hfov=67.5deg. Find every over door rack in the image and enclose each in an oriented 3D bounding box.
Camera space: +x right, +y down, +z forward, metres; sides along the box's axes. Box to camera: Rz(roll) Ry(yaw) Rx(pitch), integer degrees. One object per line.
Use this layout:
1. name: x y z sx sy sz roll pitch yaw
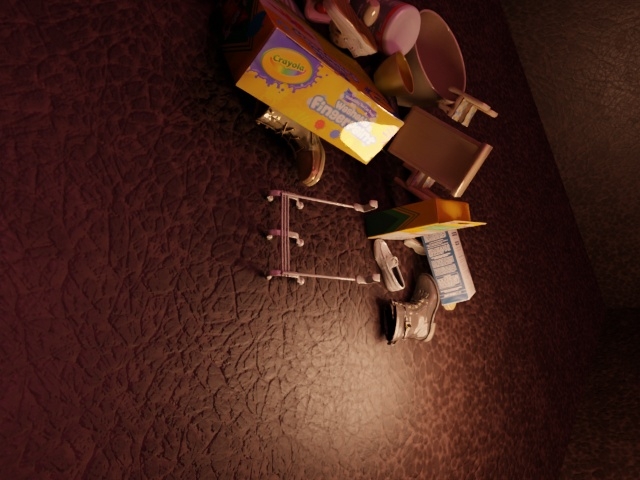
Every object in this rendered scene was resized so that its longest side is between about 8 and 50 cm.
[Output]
1. over door rack: 0.000 0.000 1.323 0.324 0.108 0.240 5 76 -23

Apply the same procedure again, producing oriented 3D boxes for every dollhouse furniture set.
1. dollhouse furniture set: 0.431 -0.281 1.559 0.256 0.362 0.394 39 21 23

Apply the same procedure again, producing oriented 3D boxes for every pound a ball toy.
1. pound a ball toy: 0.045 -0.762 1.466 0.208 0.136 0.319 2 57 -15

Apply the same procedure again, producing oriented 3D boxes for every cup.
1. cup: 0.339 -0.618 1.739 0.331 0.237 0.331 12 72 -42

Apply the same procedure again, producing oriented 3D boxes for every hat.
1. hat: 0.158 -0.412 1.585 0.331 0.133 0.332 26 60 -55

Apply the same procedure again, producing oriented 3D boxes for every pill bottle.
1. pill bottle: 0.167 -0.713 1.546 0.161 0.283 0.161 -32 144 -27

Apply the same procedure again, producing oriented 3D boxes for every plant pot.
1. plant pot: 0.222 -0.508 1.498 0.134 0.095 0.134 32 51 -52

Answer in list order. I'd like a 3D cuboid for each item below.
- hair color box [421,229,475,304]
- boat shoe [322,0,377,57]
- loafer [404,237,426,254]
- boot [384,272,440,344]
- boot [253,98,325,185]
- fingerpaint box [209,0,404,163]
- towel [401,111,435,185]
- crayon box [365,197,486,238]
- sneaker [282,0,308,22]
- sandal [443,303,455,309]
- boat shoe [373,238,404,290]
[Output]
1. hair color box: 0.454 0.045 1.745 0.174 0.105 0.347 -6 80 -65
2. boat shoe: 0.068 -0.587 1.348 0.277 0.096 0.098 18 57 -59
3. loafer: 0.352 0.014 1.745 0.125 0.045 0.039 29 55 -35
4. boot: 0.300 0.223 1.608 0.229 0.091 0.263 17 71 -43
5. boot: -0.088 -0.292 1.326 0.203 0.095 0.262 18 62 -43
6. fingerpaint box: -0.039 -0.443 1.256 0.444 0.163 0.371 22 32 -41
7. towel: 0.391 -0.360 1.869 0.187 0.049 0.282 -47 114 -39
8. crayon box: 0.333 -0.068 1.540 0.203 0.322 0.083 2 81 -45
9. sneaker: -0.143 -0.671 1.373 0.300 0.111 0.121 31 50 -43
10. sandal: 0.548 0.165 1.880 0.088 0.079 0.240 44 53 -30
11. boat shoe: 0.230 0.080 1.589 0.066 0.063 0.184 -17 93 -46
